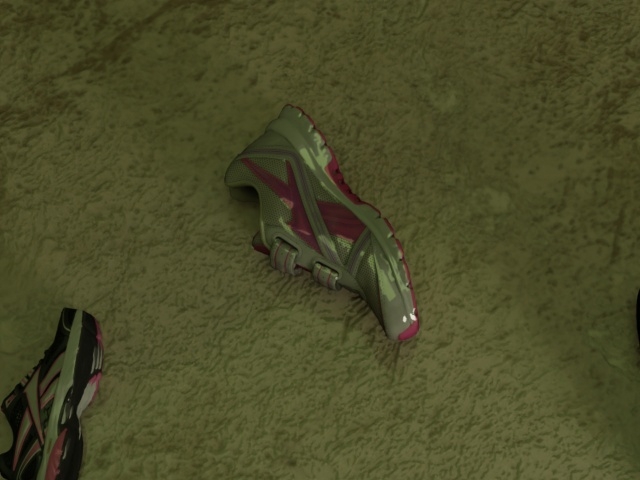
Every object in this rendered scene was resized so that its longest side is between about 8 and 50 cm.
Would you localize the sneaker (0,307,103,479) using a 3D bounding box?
[{"bbox_3d":[-0.252,0.141,1.658,0.077,0.072,0.178,5,66,13],"label":"sneaker"}]

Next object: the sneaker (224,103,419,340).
[{"bbox_3d":[0.000,0.000,1.693,0.111,0.103,0.252,-34,69,-6],"label":"sneaker"}]

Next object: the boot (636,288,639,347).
[{"bbox_3d":[0.417,0.134,1.653,0.229,0.091,0.263,-4,79,-10],"label":"boot"}]
